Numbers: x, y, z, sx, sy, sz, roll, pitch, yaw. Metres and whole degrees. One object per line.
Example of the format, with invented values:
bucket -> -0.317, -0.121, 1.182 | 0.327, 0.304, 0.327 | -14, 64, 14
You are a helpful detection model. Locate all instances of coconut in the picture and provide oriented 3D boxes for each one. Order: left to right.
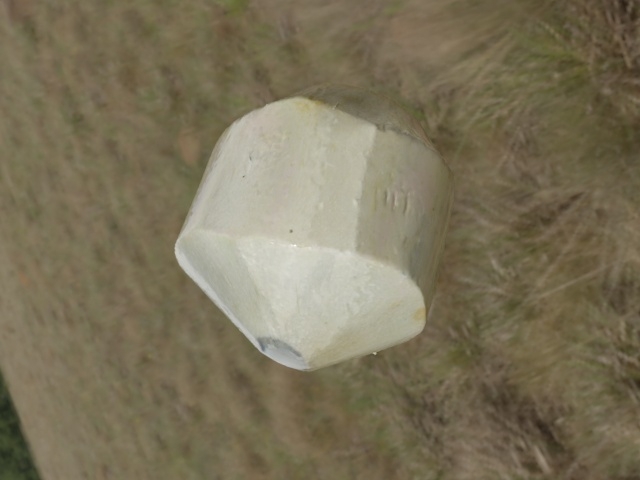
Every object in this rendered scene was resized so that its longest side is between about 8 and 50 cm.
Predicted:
coconut -> -0.004, -0.001, 0.852 | 0.241, 0.241, 0.241 | 53, 156, 37
